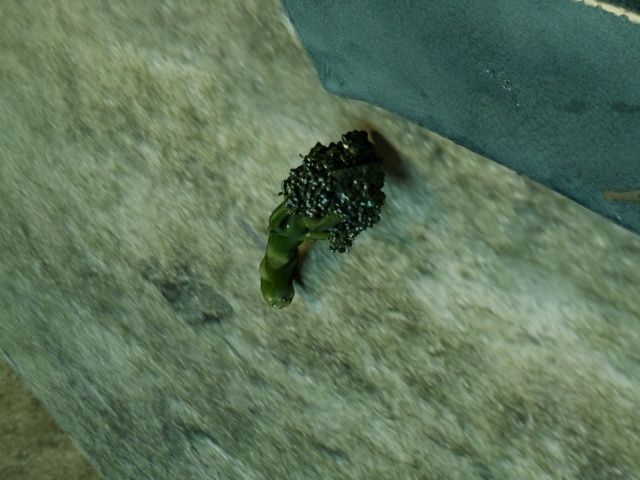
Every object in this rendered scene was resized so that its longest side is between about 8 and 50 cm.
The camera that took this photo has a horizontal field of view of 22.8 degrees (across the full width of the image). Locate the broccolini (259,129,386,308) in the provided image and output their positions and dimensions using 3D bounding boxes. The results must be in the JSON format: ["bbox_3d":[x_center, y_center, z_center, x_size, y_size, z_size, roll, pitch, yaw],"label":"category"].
[{"bbox_3d":[-0.004,0.004,1.320,0.392,0.079,0.074,107,143,-74],"label":"broccolini"}]

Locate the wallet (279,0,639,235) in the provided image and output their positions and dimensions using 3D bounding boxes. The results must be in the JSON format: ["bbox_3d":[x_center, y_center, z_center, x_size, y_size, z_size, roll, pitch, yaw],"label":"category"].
[{"bbox_3d":[0.103,-0.106,0.919,0.379,0.046,0.191,29,153,41],"label":"wallet"}]
